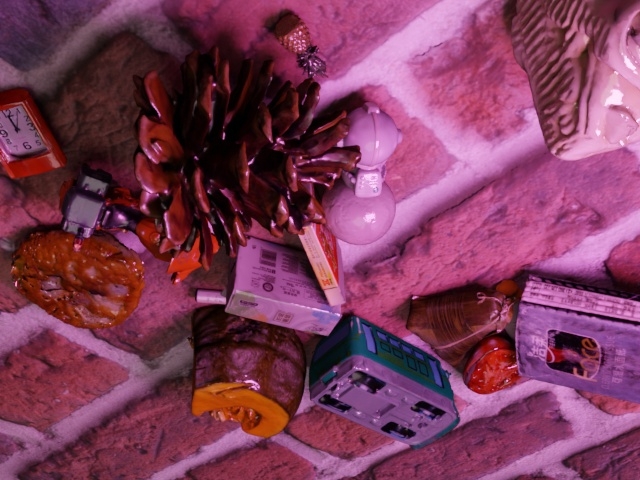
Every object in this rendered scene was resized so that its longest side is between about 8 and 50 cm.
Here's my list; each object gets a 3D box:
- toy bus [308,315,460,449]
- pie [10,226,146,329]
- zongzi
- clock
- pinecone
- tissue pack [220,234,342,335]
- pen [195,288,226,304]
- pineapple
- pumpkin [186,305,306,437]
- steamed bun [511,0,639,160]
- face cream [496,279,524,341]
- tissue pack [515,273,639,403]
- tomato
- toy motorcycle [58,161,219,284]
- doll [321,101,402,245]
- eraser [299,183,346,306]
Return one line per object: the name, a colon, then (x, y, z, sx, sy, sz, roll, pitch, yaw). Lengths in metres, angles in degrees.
toy bus: (0.144, 0.322, 1.915, 0.343, 0.199, 0.183, 30, 125, -27)
pie: (-0.505, 0.082, 1.760, 0.308, 0.085, 0.308, 4, 136, 4)
zongzi: (0.348, 0.203, 1.833, 0.248, 0.111, 0.241, -13, 137, 34)
clock: (-0.542, -0.196, 1.500, 0.113, 0.061, 0.155, -11, 131, 11)
pinecone: (-0.116, -0.141, 1.351, 0.384, 0.384, 0.384, 0, 135, 0)
tissue pack: (-0.084, 0.110, 1.733, 0.229, 0.159, 0.145, 14, 134, -14)
pen: (-0.145, 0.134, 1.846, 0.269, 0.033, 0.033, 4, 135, -4)
pineapple: (-0.027, -0.320, 1.384, 0.058, 0.058, 0.124, -20, 146, 20)
pumpkin: (-0.169, 0.296, 1.890, 0.303, 0.225, 0.256, 23, 136, -29)
steamed bun: (0.441, -0.318, 1.192, 0.237, 0.346, 0.394, -10, 111, -9)
face cream: (0.434, 0.160, 1.855, 0.072, 0.051, 0.182, -13, 135, 16)
tissue pack: (0.595, 0.214, 1.726, 0.361, 0.122, 0.259, 11, 136, 22)
tomato: (0.401, 0.284, 1.955, 0.166, 0.082, 0.174, 18, 128, -32)
toy motorcycle: (-0.334, -0.027, 1.560, 0.326, 0.221, 0.147, 20, 104, -17)
doll: (0.078, -0.121, 1.511, 0.151, 0.151, 0.287, 3, 134, -3)
eraser: (0.000, 0.000, 1.621, 0.038, 0.157, 0.230, -14, 133, 10)
